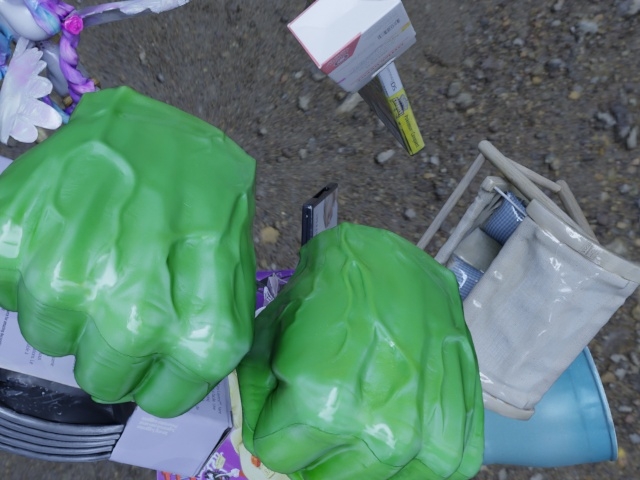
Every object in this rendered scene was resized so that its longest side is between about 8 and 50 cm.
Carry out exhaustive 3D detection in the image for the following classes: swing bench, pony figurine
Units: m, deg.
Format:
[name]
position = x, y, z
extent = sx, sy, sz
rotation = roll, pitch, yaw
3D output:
[swing bench]
position = 0.243, 0.050, 1.006
extent = 0.165, 0.254, 0.253
rotation = 22, 115, -21
[pony figurine]
position = -0.382, -0.305, 1.036
extent = 0.303, 0.351, 0.363
rotation = -42, 117, -16

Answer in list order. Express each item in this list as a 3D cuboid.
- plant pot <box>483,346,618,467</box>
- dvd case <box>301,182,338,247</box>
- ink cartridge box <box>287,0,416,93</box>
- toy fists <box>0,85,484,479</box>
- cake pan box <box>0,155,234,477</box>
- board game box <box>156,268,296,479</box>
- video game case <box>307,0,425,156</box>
[plant pot]
position = 0.421, 0.332, 1.540
extent = 0.256, 0.271, 0.271
rotation = -15, 97, 8
[dvd case]
position = 0.000, 0.000, 1.408
extent = 0.022, 0.253, 0.180
rotation = 5, 104, 10
[ink cartridge box]
position = 0.046, -0.248, 0.923
extent = 0.115, 0.198, 0.067
rotation = -38, 83, 11
[toy fists]
position = -0.033, 0.041, 0.390
extent = 0.279, 0.142, 0.096
rotation = 30, 124, -21
[cake pan box]
position = -0.197, 0.047, 0.595
extent = 0.246, 0.266, 0.070
rotation = 18, 119, -24
[board game box]
position = -0.086, 0.209, 0.888
extent = 0.208, 0.056, 0.346
rotation = -4, 83, 14
[video game case]
position = 0.071, -0.303, 1.309
extent = 0.035, 0.248, 0.274
rotation = -34, 56, 1
